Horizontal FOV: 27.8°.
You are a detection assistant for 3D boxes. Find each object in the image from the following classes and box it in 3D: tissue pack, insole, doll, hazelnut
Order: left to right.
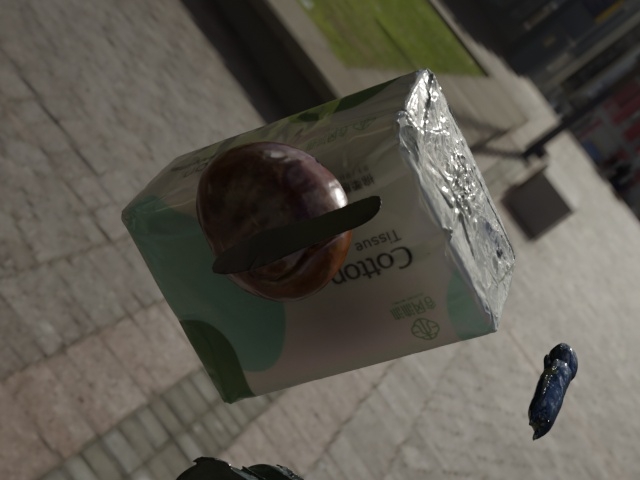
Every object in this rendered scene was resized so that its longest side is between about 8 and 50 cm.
[{"bbox_3d":[-0.048,-0.016,1.182,0.154,0.143,0.143,56,14,-2],"label":"hazelnut"},{"bbox_3d":[-0.020,-0.003,0.960,0.002,0.152,0.053,56,29,-25],"label":"insole"},{"bbox_3d":[0.000,0.001,1.427,0.266,0.356,0.194,62,28,-19],"label":"tissue pack"},{"bbox_3d":[0.206,0.135,1.163,0.125,0.027,0.037,-50,132,-51],"label":"doll"}]

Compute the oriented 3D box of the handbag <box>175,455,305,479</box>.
[{"bbox_3d":[-0.035,0.302,0.825,0.247,0.260,0.079,33,3,24],"label":"handbag"}]
